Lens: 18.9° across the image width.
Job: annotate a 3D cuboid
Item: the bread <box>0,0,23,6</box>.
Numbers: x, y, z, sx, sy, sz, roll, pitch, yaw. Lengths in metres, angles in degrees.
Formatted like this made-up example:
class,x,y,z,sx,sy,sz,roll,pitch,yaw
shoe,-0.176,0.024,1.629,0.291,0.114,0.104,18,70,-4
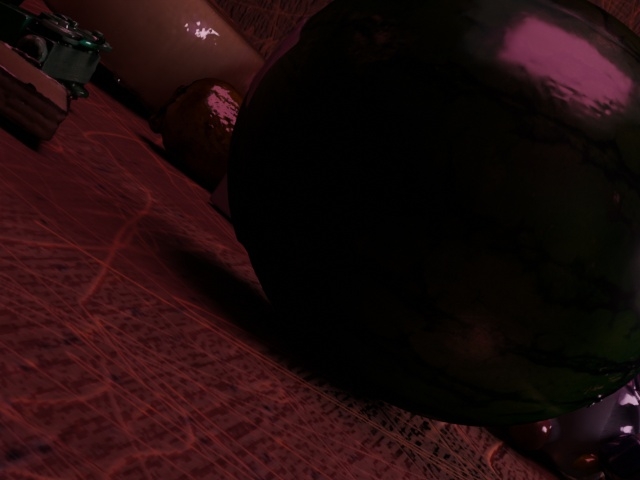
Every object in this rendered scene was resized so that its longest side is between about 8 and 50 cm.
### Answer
class,x,y,z,sx,sy,sz,roll,pitch,yaw
bread,-0.453,-0.370,2.225,0.286,0.056,0.207,38,6,-8

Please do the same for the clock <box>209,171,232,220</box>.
class,x,y,z,sx,sy,sz,roll,pitch,yaw
clock,0.000,0.000,1.842,0.150,0.063,0.197,40,5,35

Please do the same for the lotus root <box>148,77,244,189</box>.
class,x,y,z,sx,sy,sz,roll,pitch,yaw
lotus root,-0.080,-0.084,1.936,0.191,0.094,0.108,41,39,-4

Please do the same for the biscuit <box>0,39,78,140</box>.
class,x,y,z,sx,sy,sz,roll,pitch,yaw
biscuit,-0.244,-0.127,1.455,0.121,0.040,0.199,34,4,-9

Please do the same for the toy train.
class,x,y,z,sx,sy,sz,roll,pitch,yaw
toy train,-0.249,-0.169,1.679,0.105,0.071,0.178,27,5,7

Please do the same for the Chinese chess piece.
class,x,y,z,sx,sy,sz,roll,pitch,yaw
Chinese chess piece,-0.213,-0.272,2.224,0.338,0.140,0.338,47,3,-3

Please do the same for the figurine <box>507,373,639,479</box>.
class,x,y,z,sx,sy,sz,roll,pitch,yaw
figurine,0.261,0.177,1.714,0.194,0.133,0.274,23,23,-21

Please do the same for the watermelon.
class,x,y,z,sx,sy,sz,roll,pitch,yaw
watermelon,0.112,-0.031,1.391,0.363,0.363,0.363,36,5,-4
